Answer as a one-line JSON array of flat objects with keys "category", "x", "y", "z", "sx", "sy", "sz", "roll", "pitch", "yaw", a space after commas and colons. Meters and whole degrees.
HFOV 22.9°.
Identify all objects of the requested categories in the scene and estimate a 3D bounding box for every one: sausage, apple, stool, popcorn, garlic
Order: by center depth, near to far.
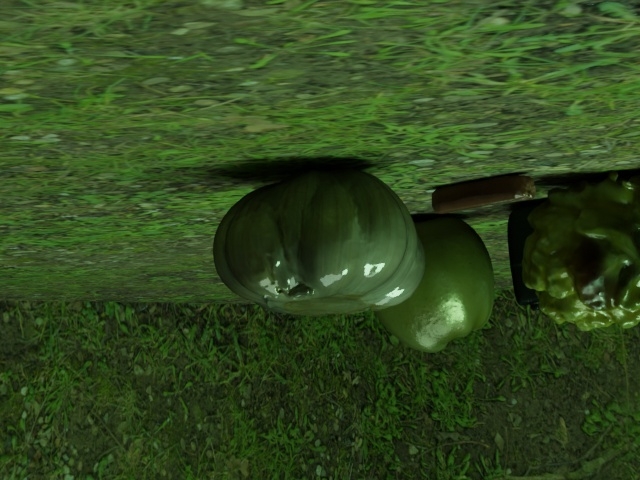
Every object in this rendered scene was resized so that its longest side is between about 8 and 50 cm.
[{"category": "garlic", "x": -0.002, "y": 0.001, "z": 1.672, "sx": 0.228, "sy": 0.152, "sz": 0.228, "roll": 3, "pitch": 169, "yaw": 1}, {"category": "sausage", "x": 0.187, "y": -0.054, "z": 1.851, "sx": 0.147, "sy": 0.030, "sz": 0.035, "roll": -9, "pitch": 169, "yaw": 42}, {"category": "popcorn", "x": 0.347, "y": 0.010, "z": 1.901, "sx": 0.218, "sy": 0.189, "sz": 0.169, "roll": -8, "pitch": -177, "yaw": -18}, {"category": "stool", "x": 0.361, "y": 0.018, "z": 2.144, "sx": 0.232, "sy": 0.141, "sz": 0.232, "roll": -3, "pitch": 174, "yaw": 0}, {"category": "apple", "x": 0.154, "y": 0.055, "z": 2.225, "sx": 0.200, "sy": 0.200, "sz": 0.200, "roll": -4, "pitch": 174, "yaw": 0}]
